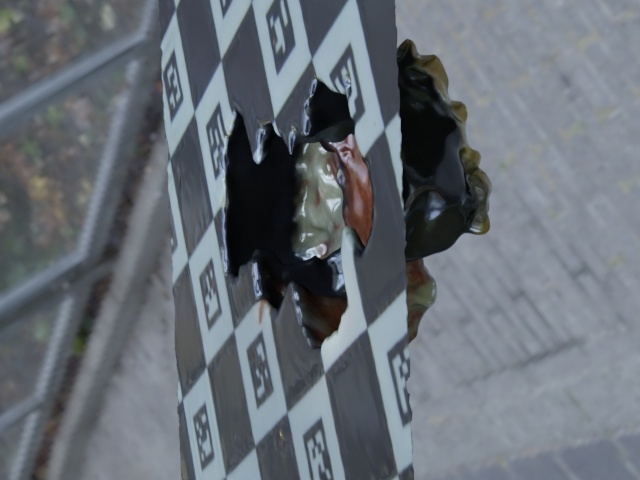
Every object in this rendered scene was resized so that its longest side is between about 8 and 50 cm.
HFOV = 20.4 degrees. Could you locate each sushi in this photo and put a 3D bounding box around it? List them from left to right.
[{"bbox_3d":[0.000,0.000,0.694,0.290,0.050,0.264,-169,75,-69],"label":"sushi"}]
